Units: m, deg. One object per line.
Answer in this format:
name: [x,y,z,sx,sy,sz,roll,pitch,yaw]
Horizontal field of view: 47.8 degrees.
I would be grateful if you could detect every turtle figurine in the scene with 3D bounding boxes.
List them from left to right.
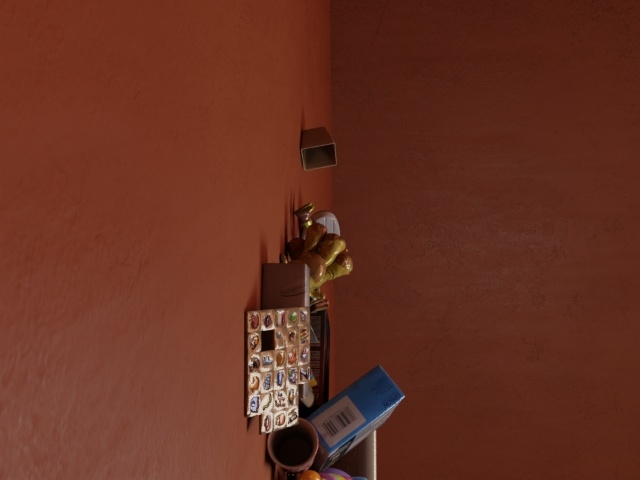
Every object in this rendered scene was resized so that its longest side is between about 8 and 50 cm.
turtle figurine: [0.000,0.000,2.092,0.217,0.087,0.269,60,13,-11]

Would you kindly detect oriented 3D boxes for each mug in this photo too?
mug: [-0.054,0.463,1.663,0.169,0.113,0.150,88,21,-64]

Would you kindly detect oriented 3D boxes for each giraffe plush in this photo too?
giraffe plush: [-0.035,0.072,1.872,0.210,0.181,0.170,-55,171,15]

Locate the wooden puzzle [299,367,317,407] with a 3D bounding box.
wooden puzzle: [-0.056,0.269,1.714,0.221,0.044,0.238,77,-6,-70]

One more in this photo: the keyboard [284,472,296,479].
keyboard: [-0.075,0.665,1.752,0.317,0.033,0.201,94,0,-50]

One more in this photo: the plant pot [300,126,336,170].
plant pot: [-0.012,-0.303,2.326,0.109,0.109,0.096,82,-3,-55]

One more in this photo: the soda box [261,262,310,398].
soda box: [-0.074,0.193,1.554,0.091,0.098,0.286,62,29,-79]

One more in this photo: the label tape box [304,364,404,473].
label tape box: [0.060,0.492,1.892,0.115,0.249,0.347,48,-27,21]

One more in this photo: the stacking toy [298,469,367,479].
stacking toy: [0.012,0.624,1.757,0.302,0.175,0.165,65,21,-52]

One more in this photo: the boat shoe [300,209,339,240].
boat shoe: [-0.012,0.001,2.334,0.335,0.121,0.119,101,-13,-51]

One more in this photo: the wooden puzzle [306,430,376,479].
wooden puzzle: [0.076,0.708,2.281,0.348,0.081,0.322,-17,-111,56]

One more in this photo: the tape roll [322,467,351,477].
tape roll: [0.021,0.762,2.090,0.080,0.189,0.188,-68,157,-75]

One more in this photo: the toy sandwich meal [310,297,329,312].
toy sandwich meal: [-0.019,0.172,1.834,0.085,0.086,0.029,53,13,-82]

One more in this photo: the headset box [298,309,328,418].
headset box: [-0.035,0.342,1.924,0.218,0.110,0.293,79,12,-67]

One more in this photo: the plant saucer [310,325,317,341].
plant saucer: [-0.063,0.159,1.703,0.195,0.037,0.194,155,-90,-85]

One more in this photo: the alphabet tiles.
alphabet tiles: [-0.081,0.252,1.416,0.198,0.009,0.237,3,87,-55]

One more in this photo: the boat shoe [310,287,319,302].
boat shoe: [-0.041,0.149,2.076,0.069,0.081,0.227,-43,125,-83]
